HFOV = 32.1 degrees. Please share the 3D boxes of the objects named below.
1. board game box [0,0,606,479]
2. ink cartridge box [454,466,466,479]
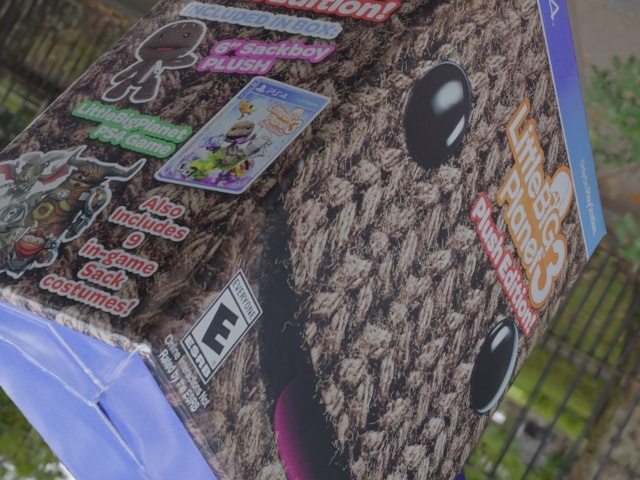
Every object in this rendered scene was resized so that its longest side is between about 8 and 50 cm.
[{"bbox_3d":[0.000,0.000,0.532,0.141,0.291,0.232,15,144,35],"label":"board game box"},{"bbox_3d":[0.003,0.221,0.986,0.151,0.395,0.270,14,-144,-13],"label":"ink cartridge box"}]
